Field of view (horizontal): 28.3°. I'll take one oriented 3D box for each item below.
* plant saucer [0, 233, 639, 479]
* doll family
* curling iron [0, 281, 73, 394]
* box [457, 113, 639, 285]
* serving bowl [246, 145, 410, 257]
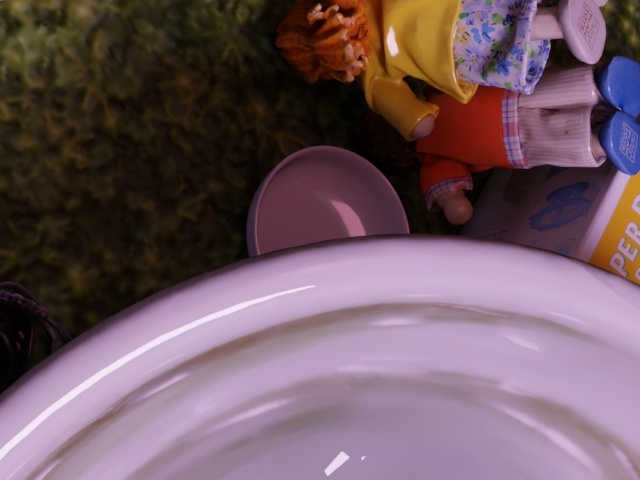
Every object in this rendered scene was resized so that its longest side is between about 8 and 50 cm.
[{"bbox_3d":[0.014,0.193,0.466,0.401,0.100,0.400,-2,96,-17],"label":"plant saucer"},{"bbox_3d":[0.058,-0.144,0.571,0.118,0.163,0.263,28,69,-49],"label":"doll family"},{"bbox_3d":[-0.162,0.134,0.445,0.068,0.035,0.274,37,63,-21],"label":"curling iron"},{"bbox_3d":[0.126,0.029,0.600,0.103,0.114,0.203,41,63,-19],"label":"box"},{"bbox_3d":[0.000,0.000,0.578,0.083,0.027,0.083,6,78,-31],"label":"serving bowl"}]
